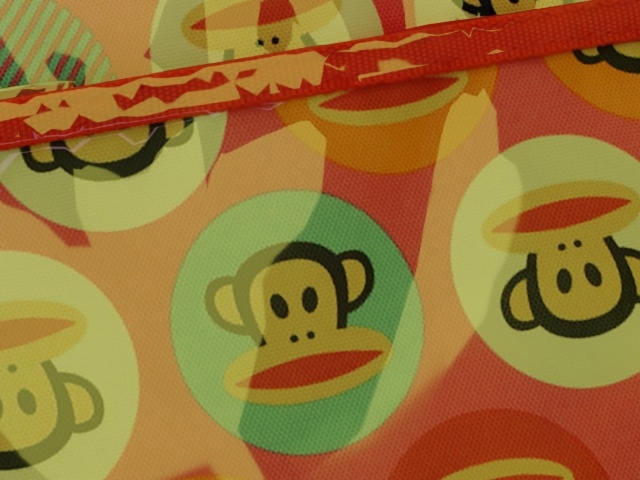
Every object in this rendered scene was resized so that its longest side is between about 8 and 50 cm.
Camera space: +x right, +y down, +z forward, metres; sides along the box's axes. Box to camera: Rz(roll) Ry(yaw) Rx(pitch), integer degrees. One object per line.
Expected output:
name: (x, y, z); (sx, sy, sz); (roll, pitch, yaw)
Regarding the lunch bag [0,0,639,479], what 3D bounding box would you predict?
lunch bag: (0.000, 0.000, 0.464); (0.293, 0.120, 0.258); (-11, 82, -11)
